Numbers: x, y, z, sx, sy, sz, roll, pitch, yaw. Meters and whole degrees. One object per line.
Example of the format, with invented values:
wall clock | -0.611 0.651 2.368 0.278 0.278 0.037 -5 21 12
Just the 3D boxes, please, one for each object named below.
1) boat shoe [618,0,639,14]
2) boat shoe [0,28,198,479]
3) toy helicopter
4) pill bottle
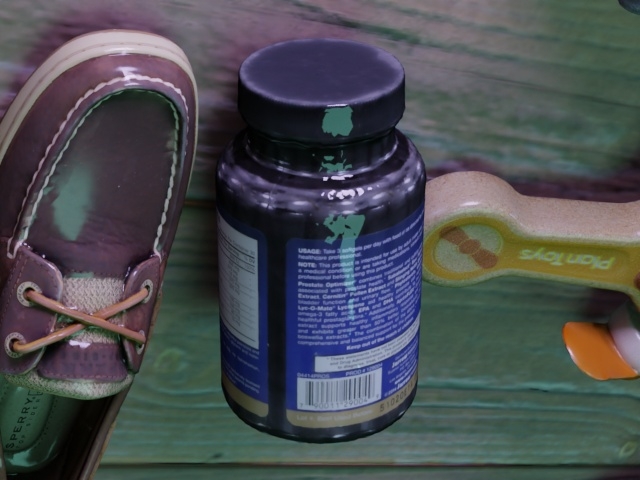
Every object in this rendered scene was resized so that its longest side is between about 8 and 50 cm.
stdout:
boat shoe | 0.315 -0.194 0.975 0.301 0.108 0.102 -15 135 -11
boat shoe | -0.139 0.043 0.949 0.123 0.123 0.342 5 128 -31
toy helicopter | 0.215 0.016 1.135 0.355 0.140 0.235 6 137 -18
pill bottle | 0.000 0.000 0.970 0.122 0.123 0.219 -10 122 -19
